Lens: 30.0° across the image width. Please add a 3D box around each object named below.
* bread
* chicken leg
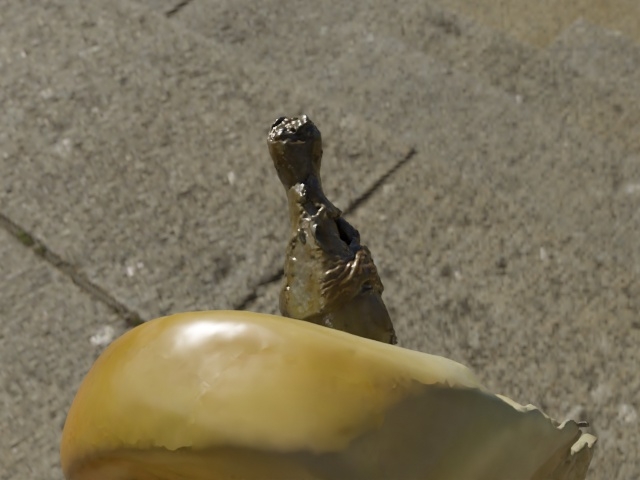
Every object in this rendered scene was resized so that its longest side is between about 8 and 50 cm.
[{"bbox_3d":[0.015,0.209,0.735,0.328,0.424,0.245,-7,57,10],"label":"bread"},{"bbox_3d":[-0.003,0.001,0.871,0.069,0.085,0.198,-13,80,-18],"label":"chicken leg"}]
